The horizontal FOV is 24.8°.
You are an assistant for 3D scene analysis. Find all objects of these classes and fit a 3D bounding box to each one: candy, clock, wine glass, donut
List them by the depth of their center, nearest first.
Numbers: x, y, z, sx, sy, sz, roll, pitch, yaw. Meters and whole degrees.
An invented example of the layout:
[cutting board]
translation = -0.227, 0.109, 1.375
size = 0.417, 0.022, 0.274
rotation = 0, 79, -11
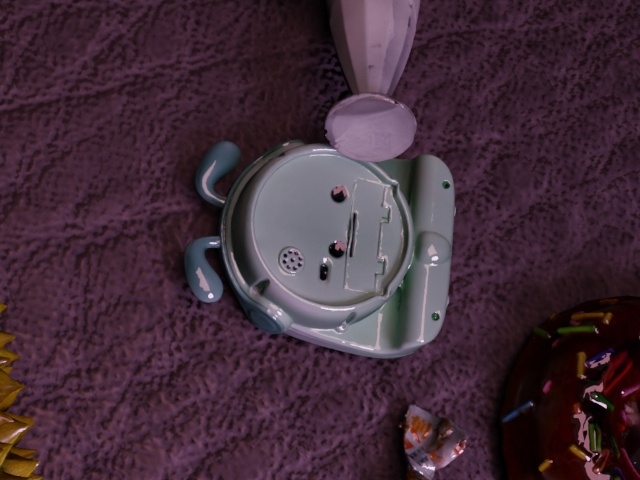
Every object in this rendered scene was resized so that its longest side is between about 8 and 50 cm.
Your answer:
[candy]
translation = 0.064, 0.201, 0.996
size = 0.053, 0.046, 0.182
rotation = 16, 73, -12
[clock]
translation = -0.001, 0.000, 1.023
size = 0.189, 0.060, 0.148
rotation = 9, 73, -16
[wine glass]
translation = 0.036, -0.130, 1.038
size = 0.073, 0.073, 0.155
rotation = 16, 49, -14
[donut]
translation = 0.247, 0.144, 1.053
size = 0.235, 0.089, 0.235
rotation = 6, 72, -17

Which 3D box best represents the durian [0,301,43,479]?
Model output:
[durian]
translation = -0.280, 0.120, 0.818
size = 0.291, 0.224, 0.291
rotation = -6, 70, 17
